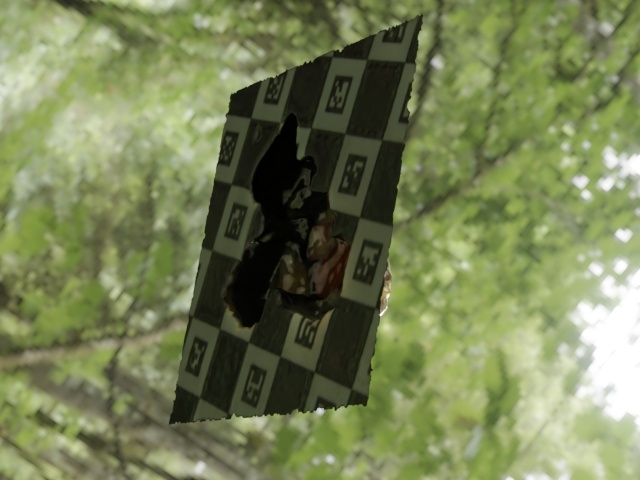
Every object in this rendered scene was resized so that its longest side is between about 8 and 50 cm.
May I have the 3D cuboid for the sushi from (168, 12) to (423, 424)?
[{"bbox_3d":[0.000,0.000,1.405,0.339,0.069,0.320,-15,-117,58],"label":"sushi"}]
